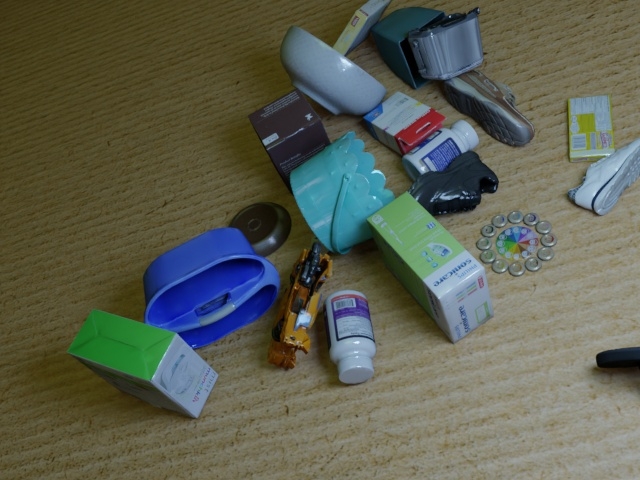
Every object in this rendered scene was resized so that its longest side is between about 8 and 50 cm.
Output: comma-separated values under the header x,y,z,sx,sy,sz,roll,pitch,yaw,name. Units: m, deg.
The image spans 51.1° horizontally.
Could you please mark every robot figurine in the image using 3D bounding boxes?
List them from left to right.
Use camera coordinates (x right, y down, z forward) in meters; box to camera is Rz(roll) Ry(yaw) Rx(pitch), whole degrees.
x,y,z,sx,sy,sz,roll,pitch,yaw,name
-0.046,0.147,1.588,0.085,0.211,0.291,24,56,-9,robot figurine

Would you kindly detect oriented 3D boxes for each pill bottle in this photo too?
x,y,z,sx,sy,sz,roll,pitch,yaw,name
0.068,0.219,1.519,0.108,0.108,0.194,-16,51,10,pill bottle
0.316,-0.227,1.746,0.186,0.112,0.112,-37,50,-7,pill bottle

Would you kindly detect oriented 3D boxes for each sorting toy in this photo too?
x,y,z,sx,sy,sz,roll,pitch,yaw,name
0.000,0.000,1.748,0.083,0.044,0.075,-42,32,24,sorting toy

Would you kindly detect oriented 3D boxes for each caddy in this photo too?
x,y,z,sx,sy,sz,roll,pitch,yaw,name
-0.268,0.130,1.635,0.341,0.241,0.179,-27,43,-2,caddy

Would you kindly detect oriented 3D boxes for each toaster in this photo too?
x,y,z,sx,sy,sz,roll,pitch,yaw,name
0.357,-0.538,1.851,0.226,0.147,0.129,-27,25,-20,toaster

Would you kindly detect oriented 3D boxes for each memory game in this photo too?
x,y,z,sx,sy,sz,roll,pitch,yaw,name
0.463,0.004,1.581,0.186,0.012,0.186,-11,52,14,memory game

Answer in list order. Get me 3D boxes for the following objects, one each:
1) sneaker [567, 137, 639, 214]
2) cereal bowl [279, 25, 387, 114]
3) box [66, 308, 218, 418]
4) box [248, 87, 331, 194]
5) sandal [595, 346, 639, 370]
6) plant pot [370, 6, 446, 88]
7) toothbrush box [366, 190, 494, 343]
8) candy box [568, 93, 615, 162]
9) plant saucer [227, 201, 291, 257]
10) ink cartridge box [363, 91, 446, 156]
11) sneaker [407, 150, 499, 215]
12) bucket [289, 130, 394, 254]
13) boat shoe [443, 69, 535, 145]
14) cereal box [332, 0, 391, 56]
x,y,z,sx,sy,sz,roll,pitch,yaw,name
0.685,-0.167,1.575,0.235,0.090,0.094,-43,42,-13,sneaker
0.017,-0.462,1.919,0.339,0.339,0.141,41,100,38,cereal bowl
-0.414,0.294,1.577,0.261,0.231,0.127,10,61,28,box
-0.071,-0.275,1.878,0.168,0.203,0.167,-29,50,-1,box
0.737,0.245,1.205,0.445,0.167,0.107,-1,73,21,sandal
0.263,-0.596,2.012,0.165,0.166,0.234,-37,39,-7,plant pot
0.245,0.059,1.503,0.122,0.206,0.283,-33,49,-5,toothbrush box
0.684,-0.285,1.695,0.105,0.027,0.206,0,56,19,candy box
-0.179,-0.036,1.854,0.198,0.036,0.199,-11,51,15,plant saucer
0.239,-0.312,1.838,0.134,0.078,0.231,-37,41,-7,ink cartridge box
0.321,-0.116,1.647,0.286,0.109,0.130,-33,57,-19,sneaker
0.063,-0.111,1.661,0.183,0.281,0.281,-29,49,16,bucket
0.464,-0.372,1.790,0.116,0.123,0.324,-34,52,-7,boat shoe
0.128,-0.664,2.063,0.047,0.173,0.240,39,42,0,cereal box
